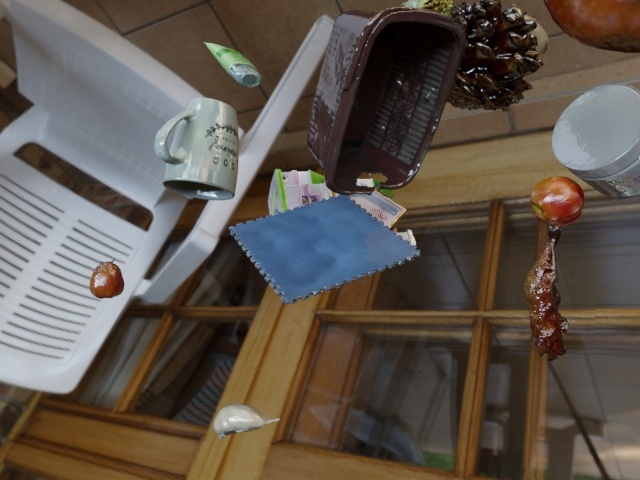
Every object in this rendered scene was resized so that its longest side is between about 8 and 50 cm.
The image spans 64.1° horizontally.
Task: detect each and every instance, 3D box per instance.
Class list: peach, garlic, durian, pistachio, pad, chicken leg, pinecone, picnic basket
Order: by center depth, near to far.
[{"bbox_3d":[0.359,0.087,0.814,0.089,0.219,0.048,-10,-176,-40],"label":"chicken leg"},{"bbox_3d":[0.090,-0.233,0.830,0.222,0.129,0.297,-8,129,-34],"label":"picnic basket"},{"bbox_3d":[0.000,0.000,0.922,0.270,0.268,0.012,46,146,50],"label":"pad"},{"bbox_3d":[0.454,-0.076,0.974,0.100,0.101,0.101,14,145,10],"label":"peach"},{"bbox_3d":[-0.178,0.393,1.133,0.152,0.066,0.084,-21,167,29],"label":"garlic"},{"bbox_3d":[0.379,-0.442,1.223,0.298,0.296,0.242,44,167,26],"label":"pinecone"},{"bbox_3d":[0.536,-0.526,1.341,0.113,0.113,0.149,-8,146,35],"label":"pistachio"},{"bbox_3d":[0.273,-0.619,1.438,0.144,0.139,0.252,5,166,-31],"label":"durian"}]

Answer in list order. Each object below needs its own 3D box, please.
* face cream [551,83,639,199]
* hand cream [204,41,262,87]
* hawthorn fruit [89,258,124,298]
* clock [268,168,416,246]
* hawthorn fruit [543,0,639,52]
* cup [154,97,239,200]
[{"bbox_3d":[0.564,-0.185,0.978,0.152,0.177,0.177,23,149,-32],"label":"face cream"},{"bbox_3d":[-0.190,-0.399,1.150,0.095,0.175,0.046,3,130,-39],"label":"hand cream"},{"bbox_3d":[-0.518,0.092,1.241,0.081,0.093,0.081,0,-176,0],"label":"hawthorn fruit"},{"bbox_3d":[0.052,-0.029,1.157,0.309,0.235,0.166,-3,152,-15],"label":"clock"},{"bbox_3d":[0.372,-0.339,0.567,0.275,0.300,0.275,27,146,20],"label":"hawthorn fruit"},{"bbox_3d":[-0.318,-0.246,1.308,0.186,0.234,0.258,2,171,25],"label":"cup"}]
